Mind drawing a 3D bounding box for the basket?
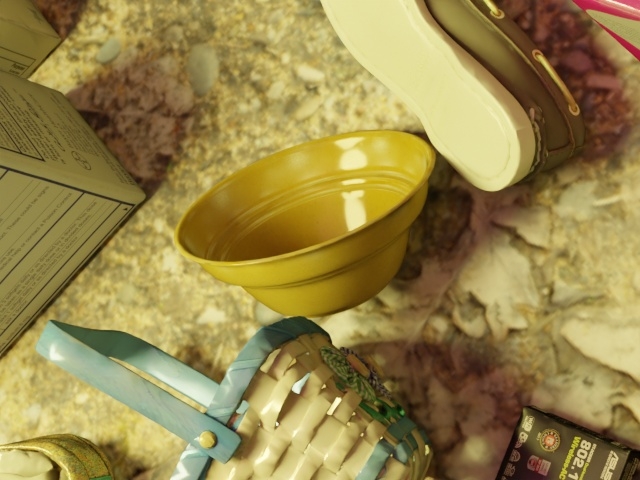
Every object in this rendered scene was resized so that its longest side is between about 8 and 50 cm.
[{"bbox_3d":[-0.065,0.145,1.384,0.289,0.255,0.201,25,91,9],"label":"basket"}]

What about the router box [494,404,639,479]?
[{"bbox_3d":[0.178,0.198,1.366,0.092,0.038,0.122,21,91,27],"label":"router box"}]

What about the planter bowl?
[{"bbox_3d":[0.000,0.000,1.434,0.217,0.217,0.090,-8,117,25],"label":"planter bowl"}]

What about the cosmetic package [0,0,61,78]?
[{"bbox_3d":[-0.404,-0.139,1.649,0.296,0.153,0.129,-43,67,13],"label":"cosmetic package"}]

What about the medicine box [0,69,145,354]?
[{"bbox_3d":[-0.341,-0.015,1.517,0.263,0.289,0.149,-46,65,13],"label":"medicine box"}]

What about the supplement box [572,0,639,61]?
[{"bbox_3d":[0.267,-0.184,1.282,0.111,0.220,0.114,25,93,27],"label":"supplement box"}]

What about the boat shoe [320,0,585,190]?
[{"bbox_3d":[0.095,-0.168,1.439,0.305,0.091,0.109,55,142,25],"label":"boat shoe"}]

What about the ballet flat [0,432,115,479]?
[{"bbox_3d":[-0.347,0.238,1.516,0.348,0.123,0.123,-14,75,2],"label":"ballet flat"}]
